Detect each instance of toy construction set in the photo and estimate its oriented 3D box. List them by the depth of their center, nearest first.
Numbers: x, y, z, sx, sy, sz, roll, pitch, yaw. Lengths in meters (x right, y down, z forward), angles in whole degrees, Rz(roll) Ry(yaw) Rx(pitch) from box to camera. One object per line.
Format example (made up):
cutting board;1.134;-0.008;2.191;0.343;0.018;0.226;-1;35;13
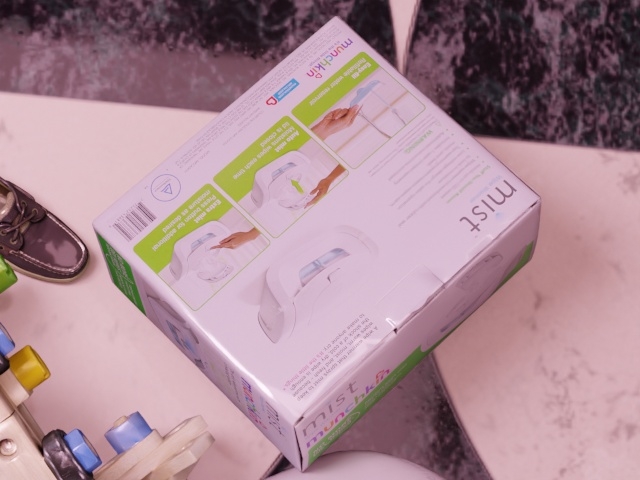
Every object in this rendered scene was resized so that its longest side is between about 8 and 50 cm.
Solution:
toy construction set;-0.230;0.112;1.370;0.327;0.215;0.151;40;88;-5

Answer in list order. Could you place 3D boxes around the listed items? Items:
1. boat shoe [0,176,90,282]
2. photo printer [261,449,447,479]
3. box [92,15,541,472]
boat shoe;-0.250;-0.017;1.464;0.152;0.049;0.056;30;75;-5
photo printer;-0.026;0.257;1.355;0.307;0.256;0.107;-21;104;-13
box;0.000;0.000;1.437;0.262;0.127;0.231;-42;71;-15
